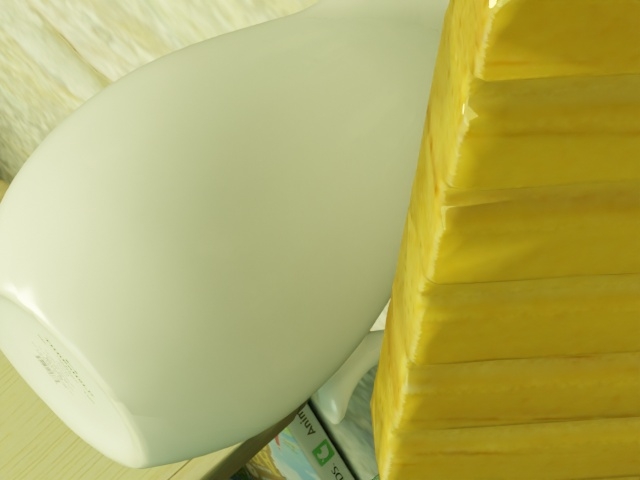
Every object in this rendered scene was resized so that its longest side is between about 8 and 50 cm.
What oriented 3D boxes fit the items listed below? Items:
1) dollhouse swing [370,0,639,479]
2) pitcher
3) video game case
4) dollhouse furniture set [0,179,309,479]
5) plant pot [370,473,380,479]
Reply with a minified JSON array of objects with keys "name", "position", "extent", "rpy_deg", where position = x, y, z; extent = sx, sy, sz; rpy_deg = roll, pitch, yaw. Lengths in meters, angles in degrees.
[{"name":"dollhouse swing","position":[0.189,0.113,0.348],"extent":[0.347,0.315,0.305],"rpy_deg":[97,168,-62]},{"name":"pitcher","position":[0.000,0.000,0.675],"extent":[0.178,0.207,0.125],"rpy_deg":[51,158,-7]},{"name":"video game case","position":[-0.073,0.083,1.186],"extent":[0.212,0.023,0.193],"rpy_deg":[12,138,56]},{"name":"dollhouse furniture set","position":[-0.166,0.164,1.119],"extent":[0.362,0.256,0.394],"rpy_deg":[46,158,11]},{"name":"plant pot","position":[0.069,0.232,0.748],"extent":[0.341,0.334,0.341],"rpy_deg":[40,155,22]}]
